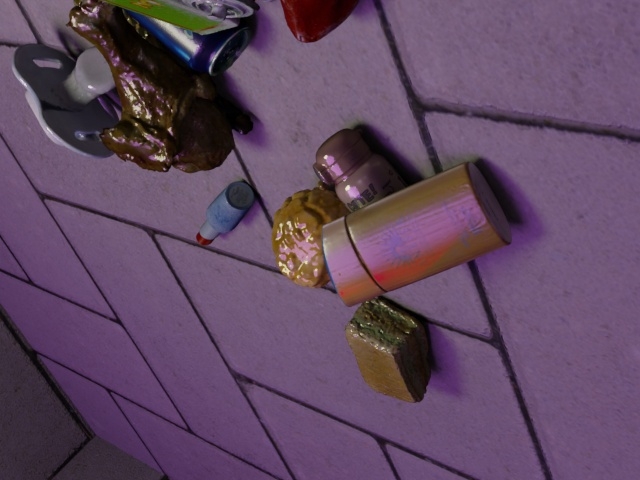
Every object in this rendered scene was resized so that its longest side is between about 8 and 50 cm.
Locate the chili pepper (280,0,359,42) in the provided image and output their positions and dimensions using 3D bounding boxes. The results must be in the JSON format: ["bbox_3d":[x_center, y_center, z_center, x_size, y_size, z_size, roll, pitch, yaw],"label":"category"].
[{"bbox_3d":[0.005,-0.345,1.385,0.136,0.144,0.252,19,161,7],"label":"chili pepper"}]

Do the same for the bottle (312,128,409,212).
[{"bbox_3d":[0.075,-0.074,1.681,0.209,0.110,0.097,48,173,-8],"label":"bottle"}]

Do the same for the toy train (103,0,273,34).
[{"bbox_3d":[-0.208,-0.389,1.444,0.307,0.173,0.249,13,176,-34],"label":"toy train"}]

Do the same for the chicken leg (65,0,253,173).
[{"bbox_3d":[-0.300,-0.244,1.819,0.361,0.211,0.140,41,175,-24],"label":"chicken leg"}]

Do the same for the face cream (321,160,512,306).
[{"bbox_3d":[0.128,-0.004,1.604,0.285,0.067,0.139,-24,104,28],"label":"face cream"}]

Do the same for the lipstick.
[{"bbox_3d":[-0.198,-0.044,2.154,0.068,0.061,0.274,43,153,-3],"label":"lipstick"}]

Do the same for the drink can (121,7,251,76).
[{"bbox_3d":[-0.211,-0.352,1.676,0.205,0.118,0.118,41,153,8],"label":"drink can"}]

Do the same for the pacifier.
[{"bbox_3d":[-0.452,-0.295,2.077,0.207,0.227,0.279,-42,72,31],"label":"pacifier"}]

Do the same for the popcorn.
[{"bbox_3d":[0.000,0.000,1.838,0.170,0.180,0.180,17,166,-29],"label":"popcorn"}]

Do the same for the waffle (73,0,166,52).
[{"bbox_3d":[-0.345,-0.358,1.921,0.208,0.054,0.214,9,140,53],"label":"waffle"}]

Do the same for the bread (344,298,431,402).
[{"bbox_3d":[0.132,0.208,2.011,0.138,0.102,0.196,26,151,37],"label":"bread"}]
